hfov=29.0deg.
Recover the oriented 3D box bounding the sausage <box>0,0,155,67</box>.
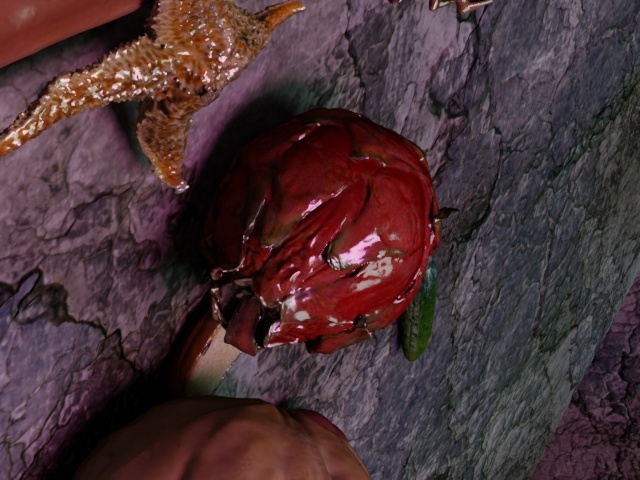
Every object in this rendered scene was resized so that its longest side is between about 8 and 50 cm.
[{"bbox_3d":[-0.225,-0.167,0.880,0.419,0.094,0.094,-37,102,-42],"label":"sausage"}]

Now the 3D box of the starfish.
[{"bbox_3d":[-0.117,-0.128,1.033,0.301,0.084,0.293,-47,172,3],"label":"starfish"}]

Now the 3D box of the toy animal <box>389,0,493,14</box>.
[{"bbox_3d":[0.129,-0.337,1.376,0.188,0.089,0.179,-38,128,-39],"label":"toy animal"}]

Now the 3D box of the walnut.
[{"bbox_3d":[-0.110,0.339,1.292,0.381,0.381,0.381,-42,146,-36],"label":"walnut"}]

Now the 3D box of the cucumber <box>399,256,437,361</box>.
[{"bbox_3d":[0.145,0.086,1.808,0.056,0.056,0.250,-43,150,-34],"label":"cucumber"}]

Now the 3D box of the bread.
[{"bbox_3d":[-0.124,0.124,1.381,0.129,0.044,0.126,-60,161,-12],"label":"bread"}]

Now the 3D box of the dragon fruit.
[{"bbox_3d":[0.000,0.000,1.263,0.299,0.244,0.244,-56,154,-33],"label":"dragon fruit"}]

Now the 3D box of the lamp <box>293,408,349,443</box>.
[{"bbox_3d":[-0.040,0.307,1.604,0.182,0.140,0.182,-15,109,-49],"label":"lamp"}]
